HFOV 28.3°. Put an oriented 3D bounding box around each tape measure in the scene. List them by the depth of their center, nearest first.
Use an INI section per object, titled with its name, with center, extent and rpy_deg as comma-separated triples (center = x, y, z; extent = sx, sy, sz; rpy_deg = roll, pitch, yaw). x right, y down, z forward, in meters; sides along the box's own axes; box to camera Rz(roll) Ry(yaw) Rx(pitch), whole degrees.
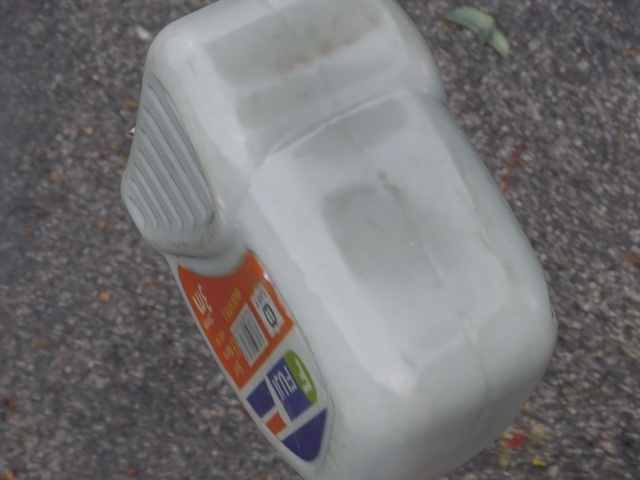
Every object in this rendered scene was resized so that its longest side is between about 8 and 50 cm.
[tape measure]
center = 0.000, 0.000, 0.642
extent = 0.130, 0.258, 0.265
rpy_deg = -28, 82, -19
